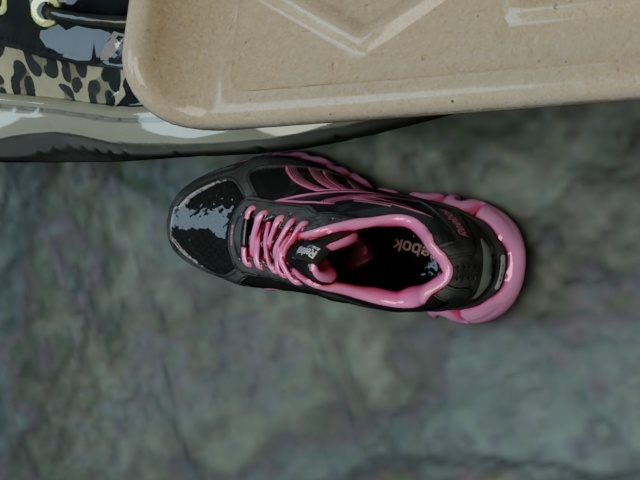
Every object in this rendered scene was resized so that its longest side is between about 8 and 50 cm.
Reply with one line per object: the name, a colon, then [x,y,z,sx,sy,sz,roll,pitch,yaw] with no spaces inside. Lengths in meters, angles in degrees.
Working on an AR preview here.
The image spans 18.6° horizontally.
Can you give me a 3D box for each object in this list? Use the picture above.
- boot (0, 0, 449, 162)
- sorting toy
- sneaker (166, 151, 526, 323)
boot: [-0.048,-0.115,0.591,0.236,0.085,0.178,-1,98,28]
sorting toy: [0.056,-0.123,0.505,0.208,0.038,0.193,-1,75,26]
sneaker: [0.000,0.000,0.598,0.119,0.057,0.047,8,99,26]
